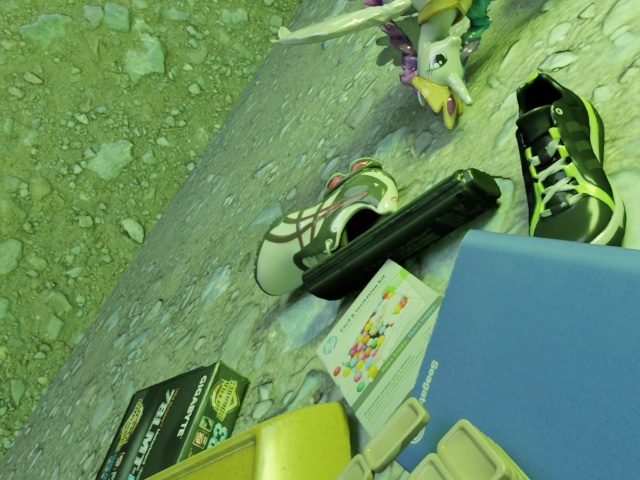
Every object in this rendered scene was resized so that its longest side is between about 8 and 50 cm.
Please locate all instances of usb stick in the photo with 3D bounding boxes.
[{"bbox_3d":[0.086,0.001,0.707,0.278,0.077,0.045,-35,53,36],"label":"usb stick"}]

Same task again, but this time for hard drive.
[{"bbox_3d":[0.172,0.108,0.364,0.318,0.040,0.210,13,84,66],"label":"hard drive"}]

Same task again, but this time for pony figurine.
[{"bbox_3d":[0.124,-0.366,0.866,0.351,0.302,0.364,30,121,55],"label":"pony figurine"}]

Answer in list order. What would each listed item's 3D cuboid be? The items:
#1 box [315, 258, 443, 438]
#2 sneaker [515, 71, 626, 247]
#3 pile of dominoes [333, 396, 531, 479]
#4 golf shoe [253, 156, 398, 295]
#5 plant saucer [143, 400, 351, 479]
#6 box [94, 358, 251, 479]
[{"bbox_3d":[0.076,0.109,0.616,0.145,0.038,0.186,-52,21,2],"label":"box"},{"bbox_3d":[0.209,-0.072,0.541,0.084,0.097,0.235,-34,29,39],"label":"sneaker"},{"bbox_3d":[0.032,0.228,0.357,0.251,0.040,0.196,-48,18,1],"label":"pile of dominoes"},{"bbox_3d":[0.000,0.000,0.845,0.273,0.105,0.120,-45,31,21],"label":"golf shoe"},{"bbox_3d":[-0.123,0.327,0.540,0.332,0.081,0.333,-32,31,22],"label":"plant saucer"},{"bbox_3d":[-0.252,0.346,0.870,0.293,0.073,0.296,-30,33,45],"label":"box"}]
